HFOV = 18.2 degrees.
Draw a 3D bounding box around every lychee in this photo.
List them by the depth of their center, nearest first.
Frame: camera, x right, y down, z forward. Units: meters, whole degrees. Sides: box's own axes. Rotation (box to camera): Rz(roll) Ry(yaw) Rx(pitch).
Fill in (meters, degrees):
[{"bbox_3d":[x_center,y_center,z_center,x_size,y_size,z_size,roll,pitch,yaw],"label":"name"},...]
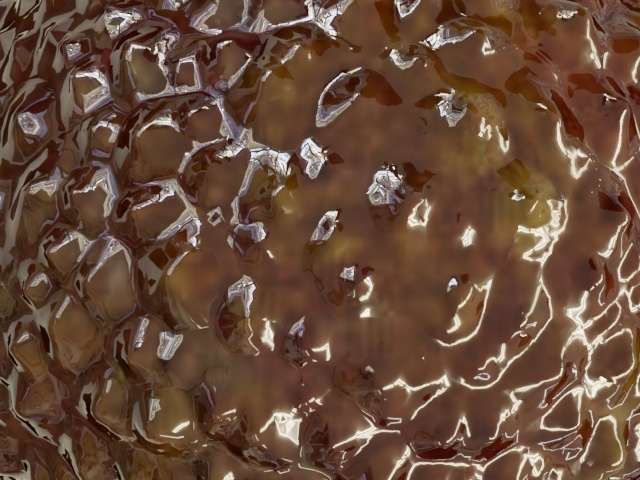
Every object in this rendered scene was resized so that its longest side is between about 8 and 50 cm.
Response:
[{"bbox_3d":[0.000,0.000,0.629,0.275,0.275,0.304,21,63,-38],"label":"lychee"}]
